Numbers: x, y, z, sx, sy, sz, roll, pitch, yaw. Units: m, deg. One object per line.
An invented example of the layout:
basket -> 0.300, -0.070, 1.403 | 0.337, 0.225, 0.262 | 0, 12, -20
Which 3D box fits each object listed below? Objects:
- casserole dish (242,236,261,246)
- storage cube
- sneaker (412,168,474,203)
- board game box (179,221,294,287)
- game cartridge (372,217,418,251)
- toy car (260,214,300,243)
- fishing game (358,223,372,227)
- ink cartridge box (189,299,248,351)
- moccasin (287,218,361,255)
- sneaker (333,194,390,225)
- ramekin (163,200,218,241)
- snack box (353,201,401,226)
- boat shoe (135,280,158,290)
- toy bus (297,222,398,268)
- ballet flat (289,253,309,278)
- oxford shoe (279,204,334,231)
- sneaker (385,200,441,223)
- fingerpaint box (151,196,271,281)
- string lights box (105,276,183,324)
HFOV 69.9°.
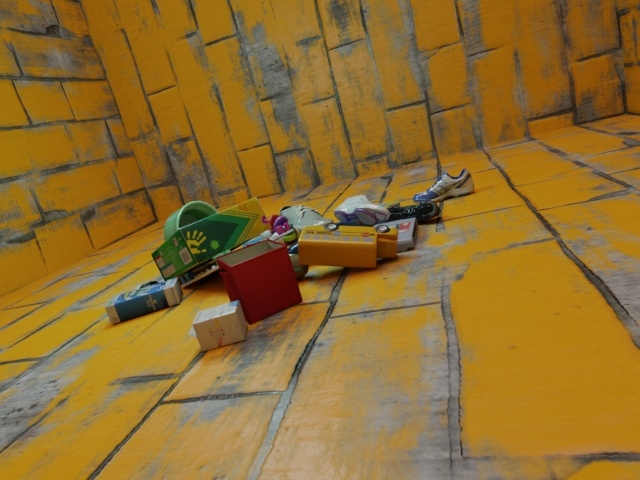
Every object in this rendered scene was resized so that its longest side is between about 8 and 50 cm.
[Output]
casserole dish -> -0.302, 0.011, 2.296 | 0.188, 0.037, 0.114 | -21, 15, -23
storage cube -> -0.197, 0.122, 1.447 | 0.214, 0.193, 0.183 | -22, 16, -23
sneaker -> 0.588, -0.264, 2.223 | 0.296, 0.131, 0.112 | -15, 16, 7
board game box -> -0.356, 0.059, 1.918 | 0.389, 0.051, 0.389 | -28, 2, -42
game cartridge -> 0.273, -0.017, 1.776 | 0.195, 0.060, 0.294 | -15, 14, 19
toy car -> -0.194, -0.056, 2.197 | 0.181, 0.137, 0.159 | 20, 34, 41
fishing game -> 0.134, -0.033, 2.006 | 0.263, 0.041, 0.189 | 4, 23, 37
ink cartridge box -> -0.290, 0.242, 1.294 | 0.143, 0.090, 0.092 | -16, 14, 1
moccasin -> 0.000, 0.000, 1.826 | 0.341, 0.138, 0.117 | -18, 10, -15
sneaker -> 0.191, -0.149, 2.009 | 0.305, 0.114, 0.152 | 9, 53, 49
ramekin -> -0.638, -0.035, 2.314 | 0.148, 0.304, 0.303 | -14, 12, 36
snack box -> 0.249, -0.119, 2.148 | 0.207, 0.070, 0.174 | -3, 20, 45
boat shoe -> -0.760, 0.207, 2.007 | 0.040, 0.049, 0.142 | -12, 12, 10
toy bus -> 0.097, 0.020, 1.575 | 0.332, 0.108, 0.130 | 3, 33, 8
ballet flat -> -0.198, 0.094, 1.702 | 0.342, 0.116, 0.124 | 5, 6, 43
oxford shoe -> -0.089, -0.116, 2.340 | 0.169, 0.130, 0.449 | -7, 10, -31
sneaker -> 0.384, -0.103, 1.953 | 0.267, 0.101, 0.106 | -7, -6, 32
fingerpaint box -> -0.486, 0.001, 1.996 | 0.371, 0.163, 0.444 | -28, 2, -36
string lights box -> -0.673, 0.230, 1.767 | 0.259, 0.077, 0.133 | -17, 13, -9
